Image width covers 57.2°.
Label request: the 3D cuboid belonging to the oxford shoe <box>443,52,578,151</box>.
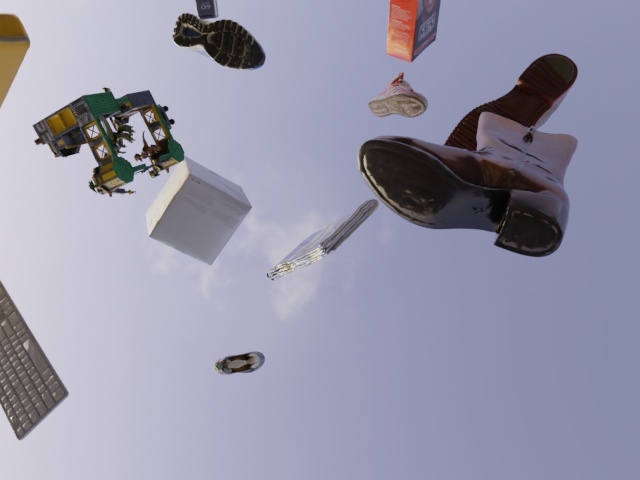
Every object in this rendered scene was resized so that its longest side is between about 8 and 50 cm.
[{"bbox_3d":[0.389,-0.231,1.220,0.348,0.130,0.123,-38,-112,-5],"label":"oxford shoe"}]

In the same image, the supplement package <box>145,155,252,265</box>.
[{"bbox_3d":[-0.331,-0.081,1.581,0.203,0.194,0.149,-53,-148,12],"label":"supplement package"}]

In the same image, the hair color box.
[{"bbox_3d":[0.124,-0.314,0.761,0.043,0.141,0.072,27,-124,23],"label":"hair color box"}]

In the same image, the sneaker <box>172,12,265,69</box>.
[{"bbox_3d":[-0.275,-0.574,1.711,0.330,0.147,0.129,31,-74,29],"label":"sneaker"}]

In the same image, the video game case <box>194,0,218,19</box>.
[{"bbox_3d":[-0.139,-0.386,0.589,0.026,0.274,0.196,-9,-145,-9],"label":"video game case"}]

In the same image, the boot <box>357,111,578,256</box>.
[{"bbox_3d":[0.207,-0.120,0.777,0.264,0.096,0.280,17,-140,13],"label":"boot"}]

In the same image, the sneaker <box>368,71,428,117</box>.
[{"bbox_3d":[0.125,-0.212,0.850,0.067,0.042,0.118,-46,-150,-16],"label":"sneaker"}]

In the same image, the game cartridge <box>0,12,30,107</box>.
[{"bbox_3d":[-0.507,-0.135,0.611,0.285,0.324,0.052,-33,-98,41],"label":"game cartridge"}]

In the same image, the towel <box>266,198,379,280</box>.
[{"bbox_3d":[0.000,0.000,1.382,0.209,0.034,0.285,-43,-171,-34],"label":"towel"}]

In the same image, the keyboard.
[{"bbox_3d":[-0.389,0.135,0.729,0.072,0.014,0.256,-48,-126,-6],"label":"keyboard"}]

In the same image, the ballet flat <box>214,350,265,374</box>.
[{"bbox_3d":[-0.146,0.235,1.128,0.041,0.114,0.041,3,-86,48],"label":"ballet flat"}]

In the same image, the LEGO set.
[{"bbox_3d":[-0.498,-0.222,1.377,0.192,0.255,0.331,-20,-160,24],"label":"LEGO set"}]
